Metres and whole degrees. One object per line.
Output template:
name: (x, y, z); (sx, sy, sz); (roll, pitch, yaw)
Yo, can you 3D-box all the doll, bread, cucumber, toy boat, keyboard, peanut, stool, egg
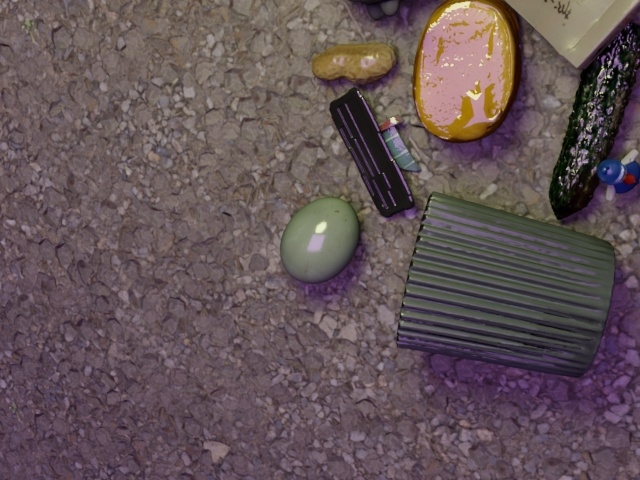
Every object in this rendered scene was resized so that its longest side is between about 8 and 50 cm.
doll: (0.522, -0.116, 1.255); (0.057, 0.143, 0.099); (37, 110, 37)
bread: (0.262, -0.308, 1.292); (0.195, 0.142, 0.270); (8, 107, 15)
cucumber: (0.480, -0.202, 1.270); (0.096, 0.096, 0.359); (17, 107, 15)
toy boat: (0.148, -0.179, 1.424); (0.096, 0.034, 0.122); (-25, 98, 35)
keyboard: (0.101, -0.172, 1.428); (0.106, 0.016, 0.262); (-23, 95, 50)
peanut: (0.063, -0.342, 1.392); (0.174, 0.080, 0.080); (1, 104, 22)
stool: (0.329, 0.090, 1.298); (0.330, 0.297, 0.297); (14, 107, 11)
egg: (0.000, 0.000, 1.455); (0.149, 0.149, 0.192); (40, 106, 6)

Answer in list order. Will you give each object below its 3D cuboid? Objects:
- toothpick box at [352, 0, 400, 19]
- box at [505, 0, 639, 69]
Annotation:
toothpick box: (0.099, -0.557, 1.264); (0.229, 0.229, 0.316); (-4, 103, 20)
box: (0.378, -0.482, 1.189); (0.365, 0.051, 0.205); (52, 126, 19)
